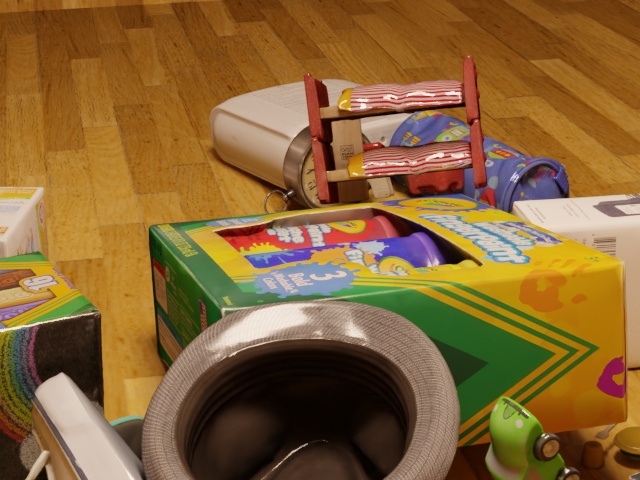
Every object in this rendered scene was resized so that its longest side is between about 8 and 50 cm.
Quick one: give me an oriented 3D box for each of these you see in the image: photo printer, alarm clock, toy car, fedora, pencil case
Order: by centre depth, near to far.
[{"bbox_3d":[-0.012,0.175,1.170,0.243,0.124,0.275,-3,32,2],"label":"fedora"},{"bbox_3d":[0.184,0.213,1.193,0.053,0.225,0.239,-41,33,-11],"label":"toy car"},{"bbox_3d":[0.221,-0.093,2.086,0.133,0.119,0.306,-35,32,-16],"label":"pencil case"},{"bbox_3d":[-0.005,-0.093,2.105,0.192,0.129,0.064,-36,33,-23],"label":"alarm clock"},{"bbox_3d":[-0.011,-0.168,2.305,0.256,0.107,0.307,-15,22,-27],"label":"photo printer"}]

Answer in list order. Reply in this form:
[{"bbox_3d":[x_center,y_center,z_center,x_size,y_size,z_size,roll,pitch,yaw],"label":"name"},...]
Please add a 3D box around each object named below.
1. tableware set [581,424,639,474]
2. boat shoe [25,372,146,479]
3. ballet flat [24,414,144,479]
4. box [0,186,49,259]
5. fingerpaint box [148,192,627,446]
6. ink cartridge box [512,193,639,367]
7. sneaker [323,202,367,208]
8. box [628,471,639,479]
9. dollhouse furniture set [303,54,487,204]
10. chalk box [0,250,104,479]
[{"bbox_3d":[0.318,0.215,1.408,0.154,0.024,0.104,15,29,34],"label":"tableware set"},{"bbox_3d":[-0.173,0.258,1.131,0.156,0.136,0.367,-35,49,-5],"label":"boat shoe"},{"bbox_3d":[-0.243,0.245,1.266,0.280,0.095,0.096,-24,55,-25],"label":"ballet flat"},{"bbox_3d":[-0.414,0.012,1.868,0.114,0.103,0.203,1,21,4],"label":"box"},{"bbox_3d":[0.044,0.070,1.511,0.371,0.163,0.445,-6,11,-13],"label":"fingerpaint box"},{"bbox_3d":[0.335,0.043,1.645,0.237,0.172,0.100,-4,21,-7],"label":"ink cartridge box"},{"bbox_3d":[0.000,0.000,1.922,0.228,0.087,0.092,-4,13,-28],"label":"sneaker"},{"bbox_3d":[0.359,0.242,1.230,0.156,0.093,0.158,-13,23,-29],"label":"box"},{"bbox_3d":[0.101,-0.132,1.887,0.201,0.152,0.374,-6,1,6],"label":"dollhouse furniture set"},{"bbox_3d":[-0.366,0.141,1.415,0.289,0.180,0.179,-10,22,-25],"label":"chalk box"}]
